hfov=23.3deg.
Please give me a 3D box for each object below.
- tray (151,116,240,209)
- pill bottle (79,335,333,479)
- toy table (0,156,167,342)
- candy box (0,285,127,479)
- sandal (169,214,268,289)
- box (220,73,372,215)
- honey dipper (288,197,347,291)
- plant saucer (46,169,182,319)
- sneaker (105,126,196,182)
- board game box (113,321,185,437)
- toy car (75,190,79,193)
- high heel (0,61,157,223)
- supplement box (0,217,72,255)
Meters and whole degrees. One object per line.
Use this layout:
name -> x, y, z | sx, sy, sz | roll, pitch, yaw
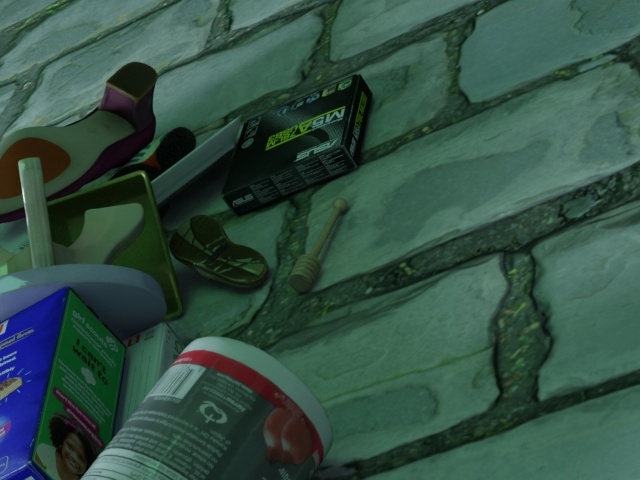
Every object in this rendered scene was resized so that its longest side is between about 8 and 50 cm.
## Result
tray -> -0.214, -0.070, 2.136 | 0.270, 0.030, 0.145 | -37, 1, -7
pill bottle -> -0.139, 0.257, 1.442 | 0.176, 0.176, 0.318 | 0, 43, 46
toy table -> -0.331, 0.040, 1.843 | 0.274, 0.252, 0.160 | -1, 52, -19
candy box -> -0.360, 0.226, 1.663 | 0.268, 0.122, 0.317 | -28, 30, 16
sandal -> -0.126, 0.024, 1.930 | 0.072, 0.049, 0.180 | -41, 44, -20
box -> -0.030, -0.129, 2.064 | 0.191, 0.045, 0.184 | -20, 29, 24
honey dipper -> 0.000, 0.000, 1.851 | 0.030, 0.030, 0.160 | -15, 32, 31
plant saucer -> -0.261, 0.023, 1.971 | 0.188, 0.188, 0.045 | -17, -4, 29
sneaker -> -0.249, -0.105, 2.256 | 0.161, 0.057, 0.075 | -41, 8, -4
board game box -> -0.252, 0.232, 1.725 | 0.193, 0.053, 0.305 | -26, 29, 16
toy car -> -0.468, -0.072, 2.327 | 0.182, 0.136, 0.159 | -3, 41, 43
high heel -> -0.358, -0.096, 2.214 | 0.127, 0.181, 0.377 | 36, 50, 15
supplement box -> -0.402, 0.036, 2.119 | 0.111, 0.114, 0.220 | -45, 31, -20
